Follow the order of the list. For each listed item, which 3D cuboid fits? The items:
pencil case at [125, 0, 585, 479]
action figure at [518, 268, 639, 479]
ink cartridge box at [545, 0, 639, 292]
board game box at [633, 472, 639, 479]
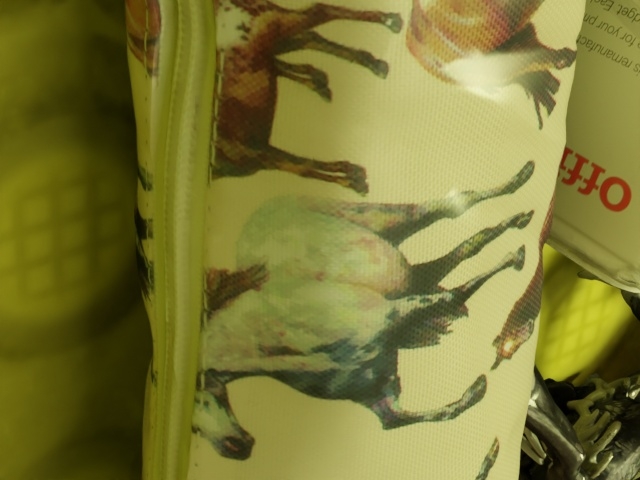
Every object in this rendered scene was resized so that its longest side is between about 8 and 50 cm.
[{"bbox_3d":[0.000,0.000,0.496,0.183,0.160,0.410,-31,133,-45],"label":"pencil case"},{"bbox_3d":[0.158,0.057,0.707,0.275,0.141,0.164,-34,-177,37],"label":"action figure"},{"bbox_3d":[0.137,-0.106,0.557,0.092,0.158,0.218,6,114,-44],"label":"ink cartridge box"},{"bbox_3d":[0.230,0.141,0.872,0.147,0.045,0.193,-50,148,-2],"label":"board game box"}]
